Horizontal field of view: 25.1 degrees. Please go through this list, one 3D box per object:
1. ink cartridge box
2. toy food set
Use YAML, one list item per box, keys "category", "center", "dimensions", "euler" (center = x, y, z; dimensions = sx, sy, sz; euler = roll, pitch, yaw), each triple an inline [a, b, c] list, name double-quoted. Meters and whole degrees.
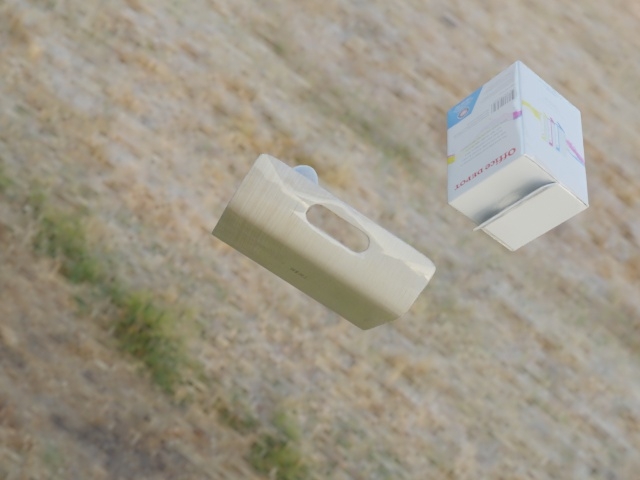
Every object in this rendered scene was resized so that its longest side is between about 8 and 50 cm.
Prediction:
- category: "ink cartridge box"
  center: [0.175, -0.069, 1.291]
  dimensions: [0.090, 0.092, 0.143]
  euler: [34, 41, -29]
- category: "toy food set"
  center: [0.000, 0.000, 1.620]
  dimensions: [0.219, 0.092, 0.306]
  euler: [33, -11, -3]
